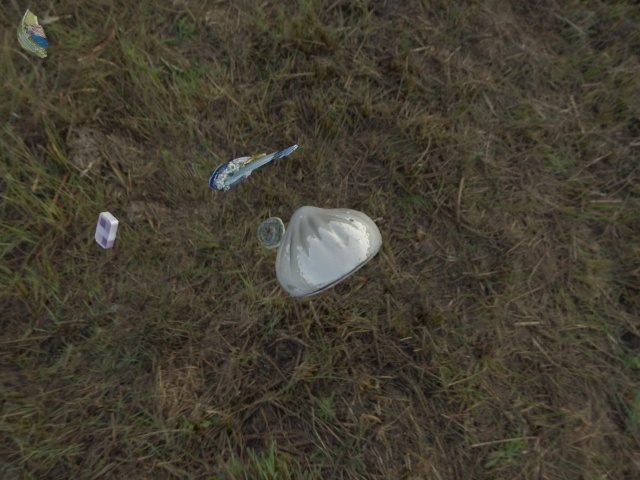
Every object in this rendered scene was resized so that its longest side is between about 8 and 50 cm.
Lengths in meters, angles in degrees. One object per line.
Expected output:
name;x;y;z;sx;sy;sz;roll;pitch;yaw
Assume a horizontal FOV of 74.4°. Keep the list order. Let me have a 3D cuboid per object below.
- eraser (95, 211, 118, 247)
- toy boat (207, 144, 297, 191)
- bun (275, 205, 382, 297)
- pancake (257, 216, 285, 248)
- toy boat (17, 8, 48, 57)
eraser;-0.672;-0.032;1.322;0.065;0.026;0.105;34;116;18
toy boat;-0.179;-0.207;1.181;0.220;0.291;0.067;-50;124;-51
bun;0.000;0.000;0.512;0.138;0.138;0.094;-31;95;-15
pancake;-0.159;-0.024;1.375;0.108;0.017;0.108;-4;80;24
toy boat;-0.808;-0.580;1.187;0.066;0.065;0.172;-30;68;6
